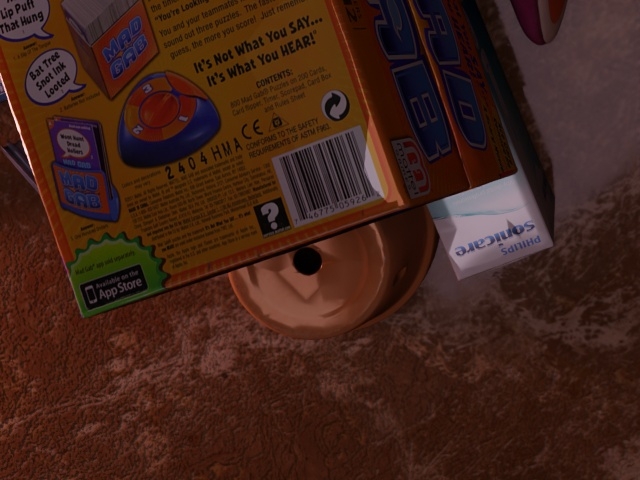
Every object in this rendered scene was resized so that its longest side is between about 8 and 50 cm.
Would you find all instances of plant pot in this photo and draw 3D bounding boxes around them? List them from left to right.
[{"bbox_3d":[0.000,0.000,1.679,0.290,0.203,0.291,3,107,9],"label":"plant pot"}]

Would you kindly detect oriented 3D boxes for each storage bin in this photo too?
[{"bbox_3d":[-0.344,-0.098,1.775,0.091,0.098,0.135,-41,96,-10],"label":"storage bin"}]

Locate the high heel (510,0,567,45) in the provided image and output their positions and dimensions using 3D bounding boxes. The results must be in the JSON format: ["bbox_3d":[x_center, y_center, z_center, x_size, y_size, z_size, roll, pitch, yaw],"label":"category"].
[{"bbox_3d":[0.193,-0.417,1.596,0.181,0.127,0.377,2,109,33],"label":"high heel"}]

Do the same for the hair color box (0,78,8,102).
[{"bbox_3d":[-0.461,-0.214,1.711,0.347,0.174,0.105,-18,104,14],"label":"hair color box"}]

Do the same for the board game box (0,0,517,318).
[{"bbox_3d":[-0.063,-0.165,1.350,0.356,0.356,0.356,-19,90,25],"label":"board game box"}]

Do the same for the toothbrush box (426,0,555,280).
[{"bbox_3d":[0.174,-0.131,1.605,0.126,0.216,0.296,-22,102,16],"label":"toothbrush box"}]
